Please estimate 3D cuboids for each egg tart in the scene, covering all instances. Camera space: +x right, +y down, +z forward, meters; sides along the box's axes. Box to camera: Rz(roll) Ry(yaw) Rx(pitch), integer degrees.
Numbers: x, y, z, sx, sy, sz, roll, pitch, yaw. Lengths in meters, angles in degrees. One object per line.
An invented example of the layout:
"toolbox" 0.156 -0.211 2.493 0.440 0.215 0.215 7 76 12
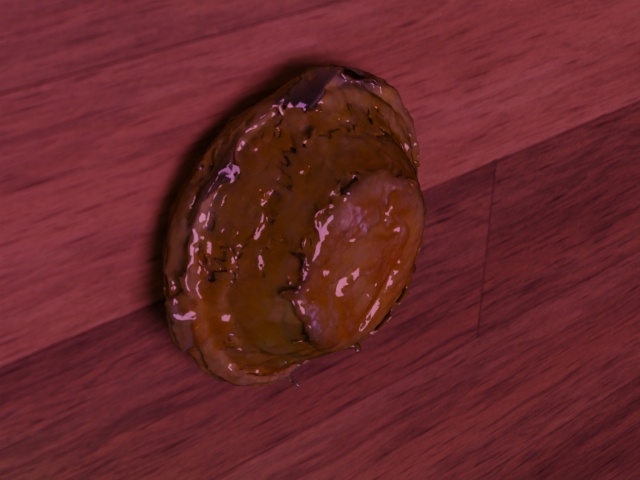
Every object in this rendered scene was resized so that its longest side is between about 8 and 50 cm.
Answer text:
"egg tart" 0.001 -0.001 1.235 0.341 0.132 0.341 -25 128 -37
